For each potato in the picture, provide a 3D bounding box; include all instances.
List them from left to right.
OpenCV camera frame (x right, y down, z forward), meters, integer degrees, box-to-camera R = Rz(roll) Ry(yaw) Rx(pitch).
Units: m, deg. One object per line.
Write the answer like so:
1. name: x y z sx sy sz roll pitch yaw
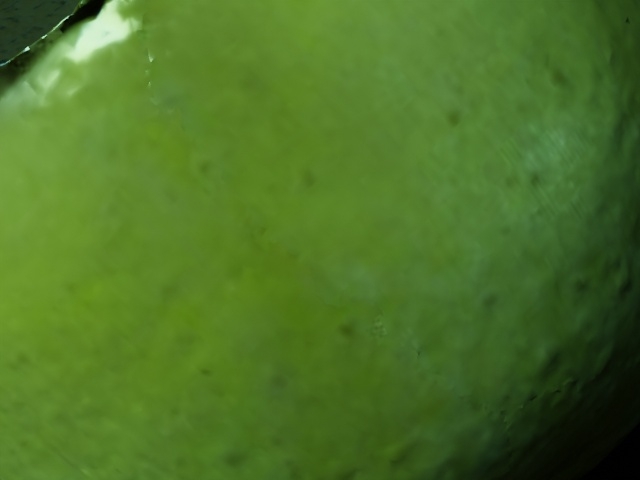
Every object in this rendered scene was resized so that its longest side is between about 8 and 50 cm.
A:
1. potato: 0.000 0.000 0.800 0.442 0.319 0.385 -42 5 -7
